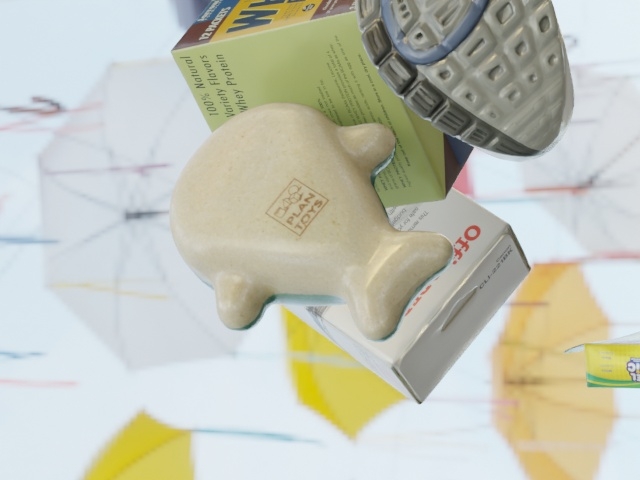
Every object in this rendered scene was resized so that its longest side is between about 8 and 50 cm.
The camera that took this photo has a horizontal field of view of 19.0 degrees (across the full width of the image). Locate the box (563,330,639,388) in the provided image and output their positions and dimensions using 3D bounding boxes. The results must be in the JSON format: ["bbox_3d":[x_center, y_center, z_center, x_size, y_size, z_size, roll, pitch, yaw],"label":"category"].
[{"bbox_3d":[0.300,0.098,1.578,0.105,0.179,0.043,-7,-85,-48],"label":"box"}]

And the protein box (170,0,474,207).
[{"bbox_3d":[0.012,-0.141,1.736,0.200,0.201,0.136,64,-144,-26],"label":"protein box"}]

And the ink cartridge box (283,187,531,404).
[{"bbox_3d":[0.058,0.016,2.051,0.197,0.273,0.114,-50,-33,-8],"label":"ink cartridge box"}]

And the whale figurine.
[{"bbox_3d":[0.000,0.000,1.606,0.216,0.272,0.141,-52,-38,-10],"label":"whale figurine"}]

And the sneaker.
[{"bbox_3d":[0.063,-0.158,1.118,0.297,0.111,0.129,59,-169,30],"label":"sneaker"}]
